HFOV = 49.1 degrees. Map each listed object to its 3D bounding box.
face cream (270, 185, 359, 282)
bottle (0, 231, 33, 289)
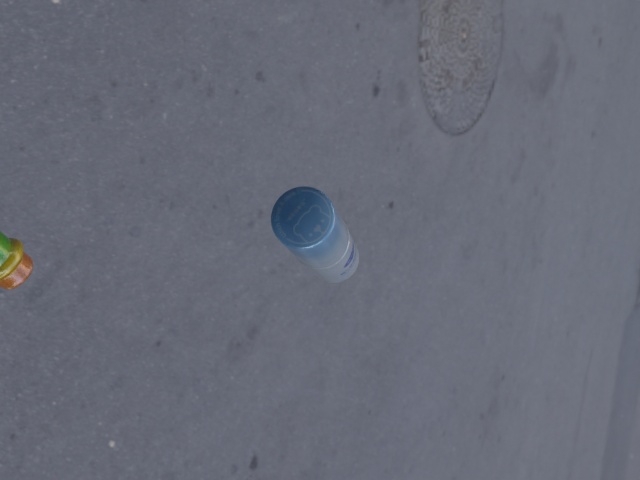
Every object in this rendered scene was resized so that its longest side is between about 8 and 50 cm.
[{"bbox_3d":[0.000,0.000,0.902,0.250,0.077,0.077,49,57,-75],"label":"face cream"},{"bbox_3d":[-0.300,-0.023,0.544,0.069,0.069,0.187,-60,139,-24],"label":"bottle"}]
